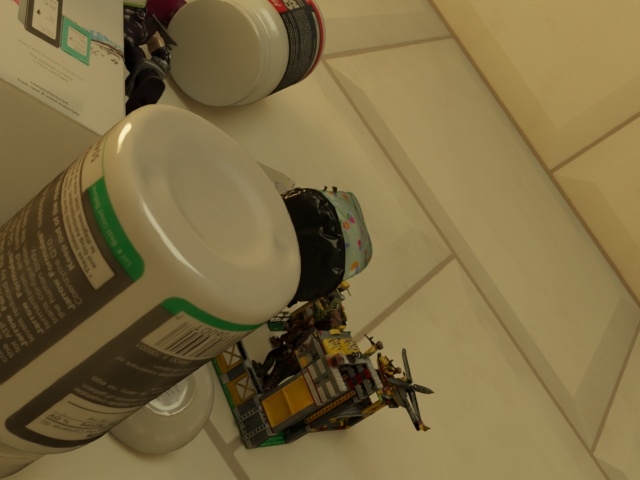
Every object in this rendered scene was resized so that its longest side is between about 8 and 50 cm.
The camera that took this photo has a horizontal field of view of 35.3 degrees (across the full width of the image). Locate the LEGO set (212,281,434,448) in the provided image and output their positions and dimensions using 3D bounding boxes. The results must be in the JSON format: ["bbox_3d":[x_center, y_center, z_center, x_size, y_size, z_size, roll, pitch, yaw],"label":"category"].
[{"bbox_3d":[0.008,0.136,1.331,0.331,0.192,0.255,19,44,-49],"label":"LEGO set"}]

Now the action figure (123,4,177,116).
[{"bbox_3d":[-0.287,-0.280,1.442,0.185,0.099,0.285,32,27,-26],"label":"action figure"}]

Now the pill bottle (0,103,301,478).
[{"bbox_3d":[-0.209,0.061,0.884,0.204,0.361,0.204,39,31,-29],"label":"pill bottle"}]

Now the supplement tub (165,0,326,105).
[{"bbox_3d":[-0.119,-0.328,1.655,0.191,0.191,0.272,53,27,-3],"label":"supplement tub"}]

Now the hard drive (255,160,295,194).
[{"bbox_3d":[-0.175,-0.028,1.269,0.237,0.064,0.339,25,31,-3],"label":"hard drive"}]

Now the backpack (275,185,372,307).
[{"bbox_3d":[0.000,0.000,1.270,0.182,0.115,0.152,-22,105,-79],"label":"backpack"}]

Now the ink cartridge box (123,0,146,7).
[{"bbox_3d":[-0.332,-0.504,1.420,0.119,0.207,0.353,1,35,-34],"label":"ink cartridge box"}]

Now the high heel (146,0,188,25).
[{"bbox_3d":[-0.272,-0.467,1.689,0.117,0.082,0.244,36,44,-51],"label":"high heel"}]

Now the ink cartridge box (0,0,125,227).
[{"bbox_3d":[-0.351,-0.180,1.109,0.197,0.198,0.270,30,35,-38],"label":"ink cartridge box"}]

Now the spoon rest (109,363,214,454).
[{"bbox_3d":[-0.223,0.112,1.104,0.137,0.084,0.276,-44,103,-31],"label":"spoon rest"}]
